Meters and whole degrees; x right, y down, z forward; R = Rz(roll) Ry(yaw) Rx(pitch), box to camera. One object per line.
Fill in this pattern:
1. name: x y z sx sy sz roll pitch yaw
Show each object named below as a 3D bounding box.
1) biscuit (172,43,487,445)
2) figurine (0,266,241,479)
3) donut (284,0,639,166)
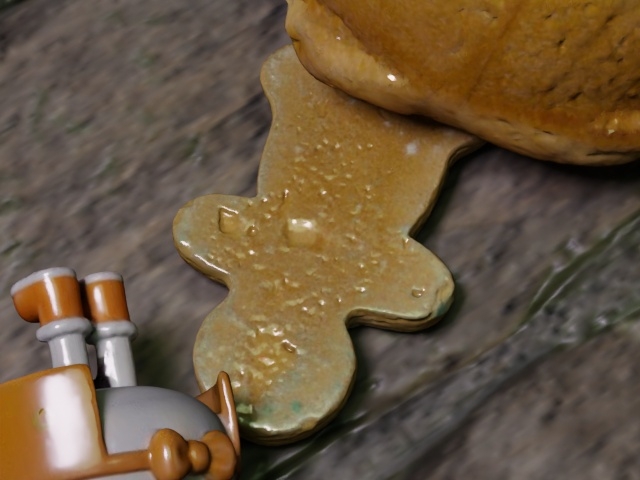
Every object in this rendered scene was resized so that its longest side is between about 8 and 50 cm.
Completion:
1. biscuit: 0.000 0.000 0.995 0.153 0.030 0.234 13 64 9
2. figurine: -0.090 0.141 0.873 0.143 0.143 0.271 -21 62 -8
3. donut: 0.121 -0.188 1.002 0.317 0.150 0.299 -22 63 -19
